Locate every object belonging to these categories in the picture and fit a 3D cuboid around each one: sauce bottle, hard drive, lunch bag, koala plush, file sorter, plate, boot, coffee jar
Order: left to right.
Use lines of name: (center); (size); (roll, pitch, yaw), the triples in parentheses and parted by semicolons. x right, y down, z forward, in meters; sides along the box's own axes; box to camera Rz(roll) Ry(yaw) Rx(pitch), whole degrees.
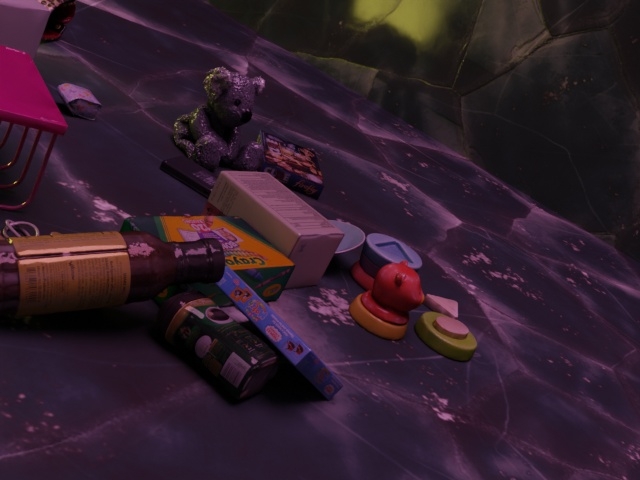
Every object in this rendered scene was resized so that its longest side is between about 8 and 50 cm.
file sorter: (-0.583, -0.205, 1.475); (0.202, 0.182, 0.290); (12, 27, -38)
boot: (-0.792, -0.663, 2.359); (0.284, 0.138, 0.377); (25, 25, -2)
lunch bag: (-0.539, -0.309, 1.955); (0.083, 0.053, 0.071); (17, 23, -51)
sauce bottle: (-0.302, 0.042, 1.254); (0.344, 0.111, 0.111); (-3, 34, -32)
hard drive: (-0.270, -0.140, 1.923); (0.135, 0.022, 0.094); (32, 21, 12)
coffee jar: (-0.155, 0.150, 1.303); (0.184, 0.079, 0.096); (36, 18, 20)
koala plush: (-0.227, -0.299, 2.068); (0.196, 0.221, 0.203); (0, 33, -49)
plate: (0.000, 0.000, 1.850); (0.188, 0.024, 0.188); (0, 22, 0)

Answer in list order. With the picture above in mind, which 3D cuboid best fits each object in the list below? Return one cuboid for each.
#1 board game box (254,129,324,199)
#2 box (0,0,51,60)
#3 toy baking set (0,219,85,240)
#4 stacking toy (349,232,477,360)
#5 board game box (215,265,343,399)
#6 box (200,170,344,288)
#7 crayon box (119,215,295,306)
board game box: (-0.083, -0.197, 2.257); (0.165, 0.042, 0.243); (21, 22, -16)
box: (-0.759, -0.467, 1.828); (0.345, 0.215, 0.168); (37, 22, 22)
toy baking set: (-0.410, 0.031, 1.353); (0.256, 0.030, 0.197); (15, 21, -29)
stacking toy: (0.205, 0.097, 1.793); (0.280, 0.130, 0.309); (23, 22, -11)
board game box: (-0.065, 0.144, 1.376); (0.211, 0.039, 0.160); (41, -8, 33)
box: (-0.097, -0.023, 1.713); (0.232, 0.127, 0.149); (40, 24, 29)
crayon box: (-0.197, 0.035, 1.520); (0.165, 0.081, 0.278); (40, 24, 29)
